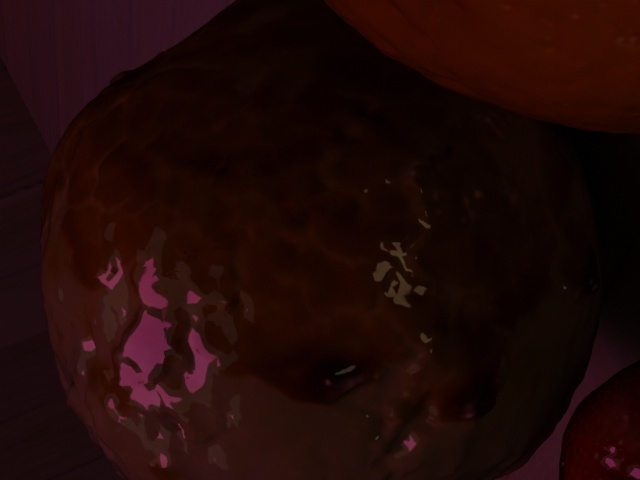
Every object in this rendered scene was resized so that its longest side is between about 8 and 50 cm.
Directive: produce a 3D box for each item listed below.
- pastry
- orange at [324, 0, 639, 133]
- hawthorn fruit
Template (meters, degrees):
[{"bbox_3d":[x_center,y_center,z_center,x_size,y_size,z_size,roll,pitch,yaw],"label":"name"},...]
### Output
[{"bbox_3d":[0.000,0.000,1.156,0.388,0.389,0.312,50,151,44],"label":"pastry"},{"bbox_3d":[0.107,-0.207,0.712,0.340,0.293,0.340,165,90,-73],"label":"orange"},{"bbox_3d":[0.225,0.153,1.048,0.179,0.173,0.173,50,155,46],"label":"hawthorn fruit"}]
